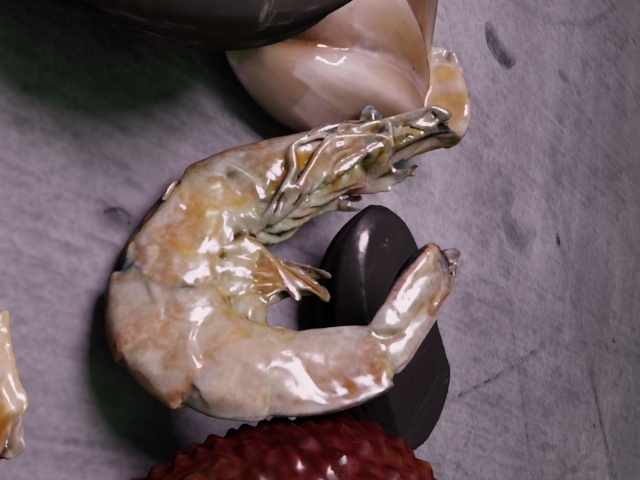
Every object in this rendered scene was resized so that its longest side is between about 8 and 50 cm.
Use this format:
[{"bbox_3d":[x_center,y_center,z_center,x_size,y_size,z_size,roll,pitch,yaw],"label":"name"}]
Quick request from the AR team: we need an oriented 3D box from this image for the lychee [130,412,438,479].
[{"bbox_3d":[-0.023,0.258,0.482,0.276,0.304,0.275,-11,123,-18],"label":"lychee"}]

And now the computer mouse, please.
[{"bbox_3d":[0.054,0.089,0.694,0.137,0.086,0.269,-46,127,-43],"label":"computer mouse"}]

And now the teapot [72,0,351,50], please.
[{"bbox_3d":[-0.087,-0.341,0.383,0.376,0.361,0.305,33,57,6],"label":"teapot"}]

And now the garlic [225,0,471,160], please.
[{"bbox_3d":[0.035,-0.227,0.676,0.325,0.132,0.278,31,59,-45],"label":"garlic"}]

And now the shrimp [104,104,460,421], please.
[{"bbox_3d":[0.000,0.000,0.551,0.360,0.247,0.085,-38,156,-25],"label":"shrimp"}]

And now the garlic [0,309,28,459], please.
[{"bbox_3d":[-0.270,0.118,0.316,0.148,0.129,0.266,69,14,15],"label":"garlic"}]
